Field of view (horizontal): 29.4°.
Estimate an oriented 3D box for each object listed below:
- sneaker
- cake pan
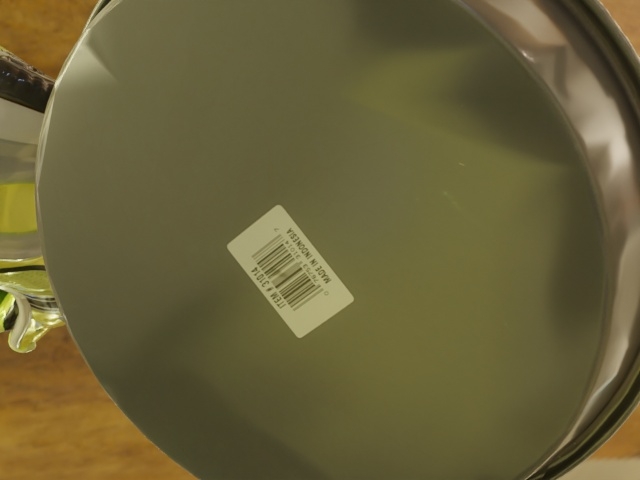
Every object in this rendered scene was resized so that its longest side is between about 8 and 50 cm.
[{"bbox_3d":[-0.164,-0.011,0.761,0.147,0.145,0.385,-57,-22,-2],"label":"sneaker"},{"bbox_3d":[0.000,0.000,0.510,0.293,0.293,0.054,-49,-4,32],"label":"cake pan"}]
